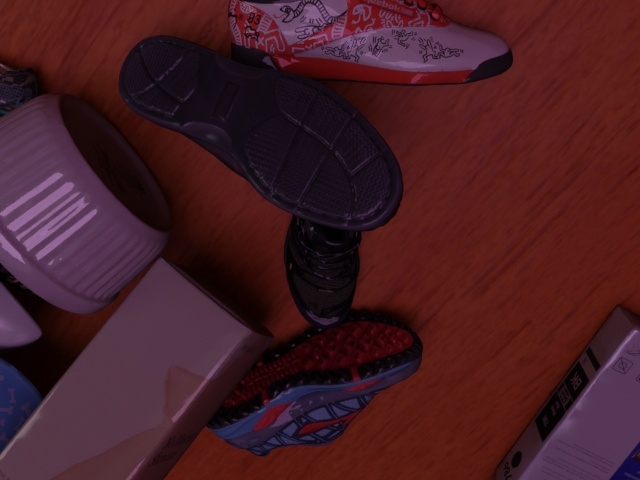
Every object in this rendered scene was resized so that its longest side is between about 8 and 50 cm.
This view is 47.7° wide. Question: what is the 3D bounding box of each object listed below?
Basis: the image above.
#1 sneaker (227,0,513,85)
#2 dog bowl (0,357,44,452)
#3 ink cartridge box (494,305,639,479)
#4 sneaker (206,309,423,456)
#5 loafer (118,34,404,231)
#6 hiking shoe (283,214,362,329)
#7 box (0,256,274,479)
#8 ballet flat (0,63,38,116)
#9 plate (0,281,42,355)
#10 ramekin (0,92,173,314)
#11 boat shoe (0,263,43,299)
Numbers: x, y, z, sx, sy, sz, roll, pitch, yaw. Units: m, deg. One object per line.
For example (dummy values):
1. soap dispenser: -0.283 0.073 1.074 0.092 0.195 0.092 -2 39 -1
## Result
1. sneaker: 0.046 -0.224 0.666 0.269 0.090 0.145 2 114 5
2. dog bowl: -0.443 0.187 0.788 0.297 0.074 0.166 8 124 12
3. ink cartridge box: 0.328 0.251 0.848 0.165 0.065 0.333 27 109 -7
4. sneaker: 0.002 0.172 0.835 0.261 0.104 0.125 -22 128 13
5. loafer: -0.047 -0.098 0.661 0.302 0.095 0.109 30 90 22
6. hiking shoe: 0.000 0.000 0.742 0.086 0.114 0.227 2 111 3
7. box: -0.196 0.179 0.738 0.121 0.148 0.311 38 87 11
8. ballet flat: -0.377 -0.163 0.738 0.188 0.070 0.070 8 112 -2
9. plate: -0.482 0.051 0.787 0.278 0.045 0.277 -23 112 29
10. ramekin: -0.236 -0.044 0.698 0.109 0.207 0.207 -36 105 6
11. boat shoe: -0.337 0.015 0.793 0.227 0.069 0.081 34 110 -9
